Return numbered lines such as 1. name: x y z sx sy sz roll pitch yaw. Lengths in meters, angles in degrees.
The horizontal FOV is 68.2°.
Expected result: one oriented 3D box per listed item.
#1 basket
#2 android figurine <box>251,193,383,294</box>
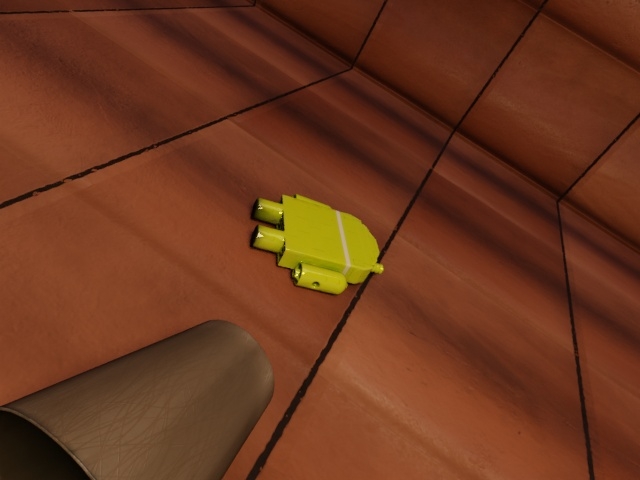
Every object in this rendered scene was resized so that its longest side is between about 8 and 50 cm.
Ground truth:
1. basket: -0.161 0.184 0.476 0.204 0.154 0.227 37 30 12
2. android figurine: 0.000 0.000 0.912 0.273 0.056 0.248 15 37 -22
